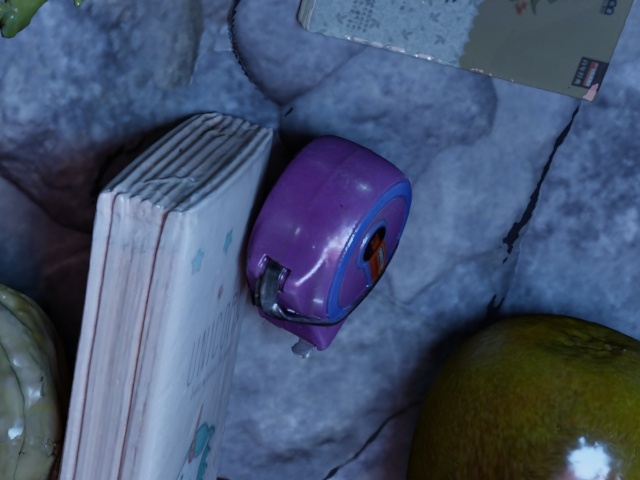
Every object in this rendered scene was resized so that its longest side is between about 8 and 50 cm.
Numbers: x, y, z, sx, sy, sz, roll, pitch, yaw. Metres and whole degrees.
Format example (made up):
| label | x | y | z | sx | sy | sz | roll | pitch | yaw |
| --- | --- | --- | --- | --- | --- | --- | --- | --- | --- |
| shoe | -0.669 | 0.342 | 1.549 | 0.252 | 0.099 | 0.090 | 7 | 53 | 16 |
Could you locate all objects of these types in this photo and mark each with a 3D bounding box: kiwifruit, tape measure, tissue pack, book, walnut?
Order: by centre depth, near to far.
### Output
| label | x | y | z | sx | sy | sz | roll | pitch | yaw |
| --- | --- | --- | --- | --- | --- | --- | --- | --- | --- |
| walnut | -0.255 | 0.132 | 1.042 | 0.198 | 0.198 | 0.245 | 21 | 107 | -17 |
| book | 0.099 | -0.170 | 1.046 | 0.199 | 0.016 | 0.138 | 13 | 113 | -14 |
| tape measure | 0.000 | 0.000 | 1.050 | 0.074 | 0.118 | 0.125 | 28 | 74 | 16 |
| tissue pack | -0.102 | 0.096 | 1.056 | 0.071 | 0.170 | 0.325 | 16 | 114 | 12 |
| kiwifruit | 0.149 | 0.168 | 1.118 | 0.196 | 0.196 | 0.234 | 4 | 119 | -10 |

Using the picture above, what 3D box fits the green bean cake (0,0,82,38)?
| label | x | y | z | sx | sy | sz | roll | pitch | yaw |
| --- | --- | --- | --- | --- | --- | --- | --- | --- | --- |
| green bean cake | -0.199 | -0.244 | 0.822 | 0.310 | 0.285 | 0.202 | 32 | 102 | -22 |
